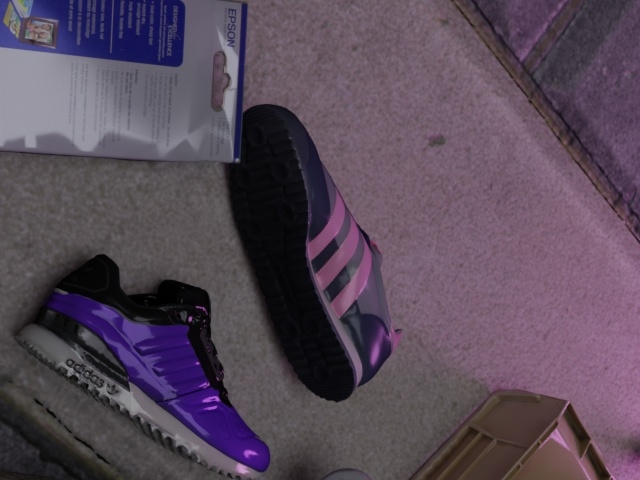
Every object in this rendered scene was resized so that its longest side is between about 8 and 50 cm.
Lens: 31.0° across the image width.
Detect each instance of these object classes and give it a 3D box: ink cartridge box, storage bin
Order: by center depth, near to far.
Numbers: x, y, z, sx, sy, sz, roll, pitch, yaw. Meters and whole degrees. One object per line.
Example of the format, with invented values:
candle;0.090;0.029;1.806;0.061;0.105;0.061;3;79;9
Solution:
ink cartridge box;-0.228;-0.159;1.062;0.333;0.065;0.165;3;92;-31
storage bin;0.233;0.353;1.357;0.260;0.123;0.262;-42;114;-23

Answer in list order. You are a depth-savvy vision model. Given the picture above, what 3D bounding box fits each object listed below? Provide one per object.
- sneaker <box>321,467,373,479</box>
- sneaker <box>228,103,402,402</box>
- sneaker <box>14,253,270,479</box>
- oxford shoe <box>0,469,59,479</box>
sneaker;0.050;0.366;1.244;0.102;0.161;0.282;-12;96;6
sneaker;0.000;0.000;1.208;0.131;0.112;0.319;-31;113;-45
sneaker;-0.136;0.119;1.117;0.293;0.102;0.146;40;72;-28
oxford shoe;-0.205;0.298;1.055;0.449;0.169;0.130;25;82;-36
